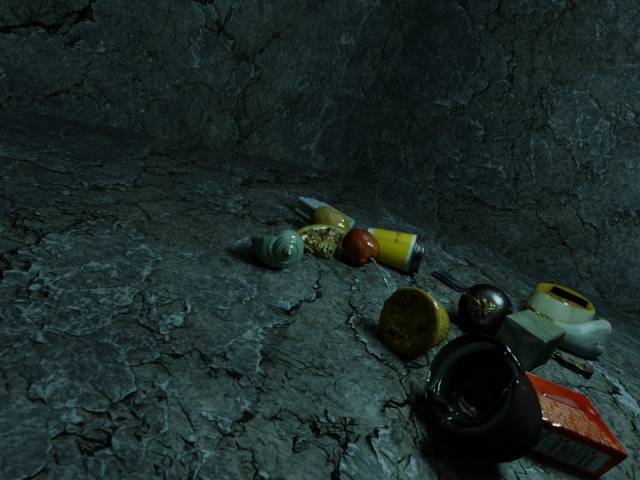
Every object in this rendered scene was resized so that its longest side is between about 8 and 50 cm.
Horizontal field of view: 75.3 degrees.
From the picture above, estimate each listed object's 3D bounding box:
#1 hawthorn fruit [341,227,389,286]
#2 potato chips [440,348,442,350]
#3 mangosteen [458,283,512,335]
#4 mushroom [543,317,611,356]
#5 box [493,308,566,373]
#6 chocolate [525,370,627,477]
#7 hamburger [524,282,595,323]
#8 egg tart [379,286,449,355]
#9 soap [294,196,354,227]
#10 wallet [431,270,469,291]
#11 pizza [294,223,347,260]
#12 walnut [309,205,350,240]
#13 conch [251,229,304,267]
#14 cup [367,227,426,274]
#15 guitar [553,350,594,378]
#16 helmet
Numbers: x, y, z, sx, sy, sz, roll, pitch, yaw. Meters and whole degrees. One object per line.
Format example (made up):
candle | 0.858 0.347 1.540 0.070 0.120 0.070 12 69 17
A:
hawthorn fruit | 0.199 0.070 1.728 0.165 0.165 0.285 6 35 -38
potato chips | 0.458 0.376 1.250 0.201 0.049 0.150 28 24 5
mangosteen | 0.623 0.264 1.562 0.192 0.192 0.217 32 0 32
mushroom | 1.016 0.377 1.681 0.328 0.159 0.122 13 -16 -12
box | 0.710 0.347 1.435 0.231 0.149 0.155 2 26 -44
chocolate | 0.599 0.457 1.068 0.237 0.108 0.235 20 18 4
hamburger | 1.073 0.319 1.870 0.276 0.179 0.294 27 22 29
egg tart | 0.296 0.248 1.244 0.147 0.203 0.202 21 12 -44
soap | 0.018 -0.126 2.166 0.172 0.095 0.289 4 23 -46
wallet | 0.625 0.194 1.992 0.111 0.030 0.166 8 22 -46
pizza | 0.000 0.000 1.760 0.292 0.058 0.197 -6 47 -24
walnut | 0.042 -0.073 1.940 0.197 0.165 0.165 23 18 9
conch | -0.148 0.034 1.469 0.172 0.131 0.200 -14 0 -17
cup | 0.342 0.037 1.913 0.279 0.197 0.196 17 17 12
guitar | 0.881 0.428 1.560 0.271 0.038 0.084 28 19 16
helmet | 0.380 0.364 0.948 0.177 0.225 0.305 48 19 -9
